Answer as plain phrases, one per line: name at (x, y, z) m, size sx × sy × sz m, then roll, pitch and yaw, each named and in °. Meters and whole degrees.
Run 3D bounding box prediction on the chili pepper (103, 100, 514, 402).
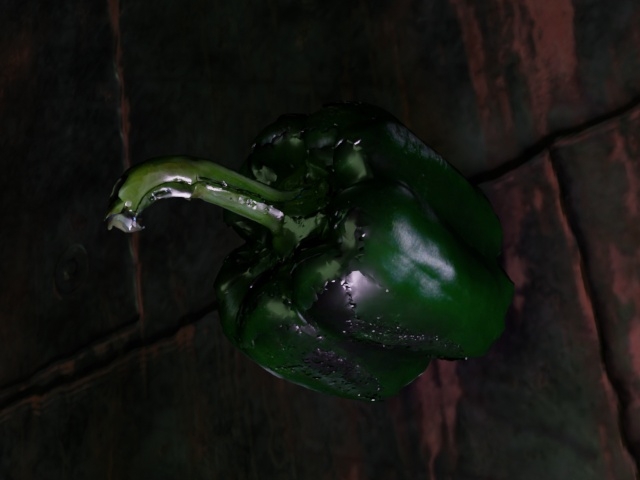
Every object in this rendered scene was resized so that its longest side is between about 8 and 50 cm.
chili pepper at (0.000, 0.000, 0.794) m, size 0.165 × 0.261 × 0.174 m, roll -5°, pitch 67°, yaw 46°
